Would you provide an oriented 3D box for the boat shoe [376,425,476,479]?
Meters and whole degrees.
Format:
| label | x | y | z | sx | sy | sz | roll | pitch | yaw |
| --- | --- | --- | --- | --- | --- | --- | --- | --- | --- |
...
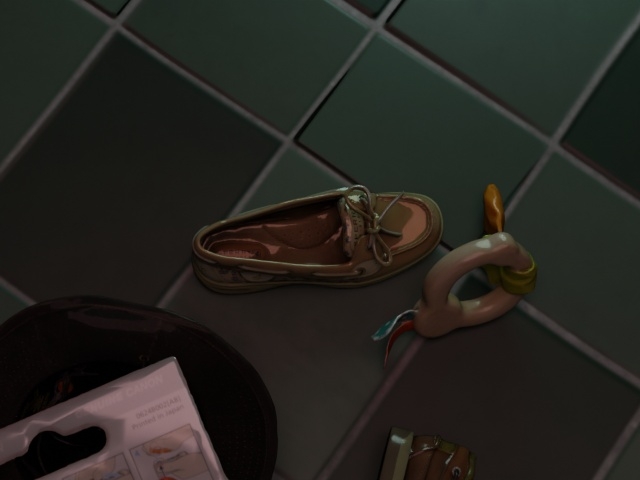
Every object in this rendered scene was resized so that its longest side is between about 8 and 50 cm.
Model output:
| label | x | y | z | sx | sy | sz | roll | pitch | yaw |
| --- | --- | --- | --- | --- | --- | --- | --- | --- | --- |
| boat shoe | 0.089 | 0.346 | 1.433 | 0.104 | 0.110 | 0.307 | 14 | 74 | 3 |

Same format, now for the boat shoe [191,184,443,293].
| label | x | y | z | sx | sy | sz | roll | pitch | yaw |
| --- | --- | --- | --- | --- | --- | --- | --- | --- | --- |
| boat shoe | 0.000 | 0.000 | 1.537 | 0.285 | 0.089 | 0.104 | -13 | 75 | -6 |

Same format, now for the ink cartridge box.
| label | x | y | z | sx | sy | sz | roll | pitch | yaw |
| --- | --- | --- | --- | --- | --- | --- | --- | --- | --- |
| ink cartridge box | -0.202 | 0.348 | 1.382 | 0.308 | 0.091 | 0.385 | -23 | 86 | 0 |

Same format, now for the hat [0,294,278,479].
| label | x | y | z | sx | sy | sz | roll | pitch | yaw |
| --- | --- | --- | --- | --- | --- | --- | --- | --- | --- |
| hat | -0.212 | 0.194 | 1.440 | 0.331 | 0.134 | 0.331 | -1 | 101 | -6 |

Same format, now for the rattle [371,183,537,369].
| label | x | y | z | sx | sy | sz | roll | pitch | yaw |
| --- | --- | --- | --- | --- | --- | --- | --- | --- | --- |
| rattle | 0.127 | 0.035 | 1.546 | 0.200 | 0.130 | 0.142 | -34 | 65 | 16 |
